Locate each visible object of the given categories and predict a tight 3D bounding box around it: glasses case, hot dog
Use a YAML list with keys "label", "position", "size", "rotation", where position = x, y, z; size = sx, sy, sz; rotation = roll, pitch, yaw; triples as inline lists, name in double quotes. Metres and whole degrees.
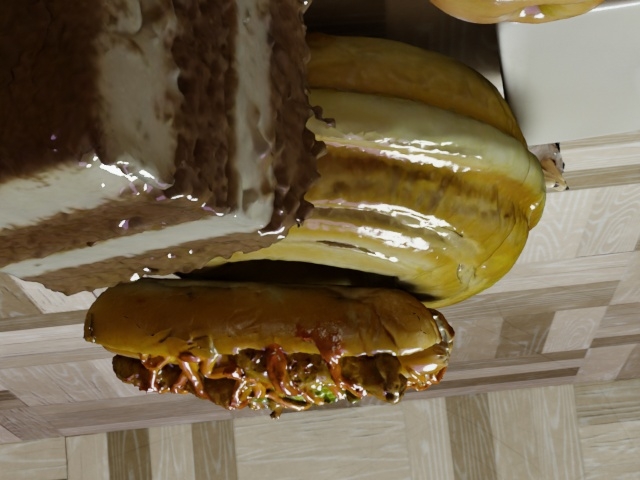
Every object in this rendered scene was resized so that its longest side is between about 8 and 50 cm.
- label: "glasses case"
  position: [0.227, -0.175, 1.552]
  size: [0.144, 0.076, 0.336]
  rotation: [-8, 164, 5]
- label: "hot dog"
  position: [-0.049, 0.103, 1.627]
  size: [0.349, 0.117, 0.158]
  rotation: [2, 168, 16]

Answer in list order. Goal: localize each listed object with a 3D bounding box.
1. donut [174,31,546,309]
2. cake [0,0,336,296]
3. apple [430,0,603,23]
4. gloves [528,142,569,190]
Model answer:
- label: "donut"
  position: [0.000, -0.053, 1.628]
  size: [0.449, 0.198, 0.449]
  rotation: [6, 167, 1]
- label: "cake"
  position: [-0.176, -0.115, 1.312]
  size: [0.282, 0.256, 0.290]
  rotation: [-13, 158, 32]
- label: "apple"
  position: [0.127, -0.225, 1.144]
  size: [0.199, 0.199, 0.199]
  rotation: [-5, 164, -1]
- label: "gloves"
  position: [0.197, -0.077, 1.860]
  size: [0.094, 0.110, 0.144]
  rotation: [46, 143, -13]
